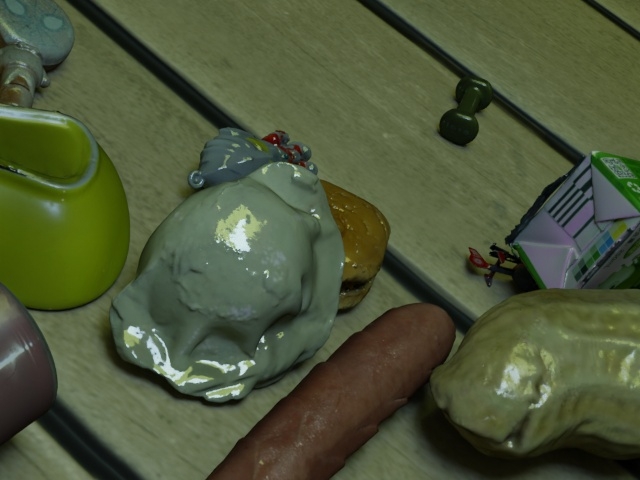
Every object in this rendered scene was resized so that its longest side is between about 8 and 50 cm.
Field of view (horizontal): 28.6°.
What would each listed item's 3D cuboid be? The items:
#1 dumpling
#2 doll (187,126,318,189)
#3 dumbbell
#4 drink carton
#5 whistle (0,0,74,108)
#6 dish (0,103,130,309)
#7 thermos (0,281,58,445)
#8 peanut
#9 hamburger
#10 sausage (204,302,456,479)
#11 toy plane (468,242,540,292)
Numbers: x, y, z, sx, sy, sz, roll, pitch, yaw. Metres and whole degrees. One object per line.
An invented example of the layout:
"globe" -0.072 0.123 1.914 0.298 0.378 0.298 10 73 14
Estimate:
"dumpling" -0.070 0.040 1.168 0.193 0.147 0.258 44 66 -9
"doll" -0.073 -0.081 1.365 0.180 0.079 0.094 -13 85 -46
"dumbbell" 0.191 -0.171 1.635 0.052 0.046 0.118 24 38 5
"drink carton" 0.352 -0.004 1.398 0.271 0.161 0.108 6 42 -46
"whistle" -0.326 -0.203 1.368 0.107 0.057 0.220 23 41 -27
"dish" -0.295 -0.059 1.176 0.262 0.108 0.221 14 39 -17
"thermos" -0.327 0.151 0.907 0.176 0.146 0.265 54 48 -6
"peanut" 0.255 0.133 1.244 0.339 0.158 0.174 4 73 -20
"hamburger" 0.000 0.000 1.301 0.138 0.083 0.147 24 35 3
"sausage" 0.012 0.156 1.128 0.088 0.088 0.433 37 38 13
"toy plane" 0.234 0.039 1.428 0.145 0.037 0.060 15 36 -17
